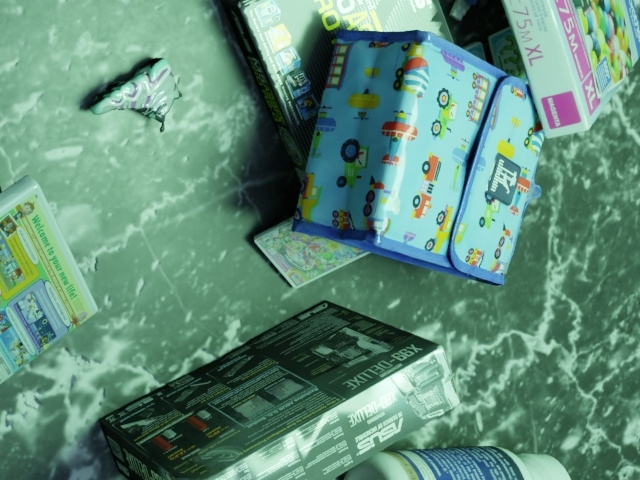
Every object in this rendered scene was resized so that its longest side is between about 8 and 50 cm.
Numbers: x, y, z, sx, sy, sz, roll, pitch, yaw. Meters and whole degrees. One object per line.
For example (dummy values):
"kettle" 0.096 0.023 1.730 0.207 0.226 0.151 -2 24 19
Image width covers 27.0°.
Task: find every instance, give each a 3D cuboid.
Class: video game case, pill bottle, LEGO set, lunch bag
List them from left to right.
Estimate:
"video game case" -0.324 0.061 1.291 0.193 0.023 0.212 -38 145 -19
"video game case" 0.000 0.000 1.484 0.122 0.011 0.087 -27 126 18
"lunch bag" 0.136 -0.080 1.445 0.293 0.138 0.220 16 87 -43
"pill bottle" 0.168 0.325 1.608 0.265 0.153 0.153 1 99 -30
"LEGO set" 0.168 -0.267 1.553 0.182 0.060 0.244 -27 112 -27

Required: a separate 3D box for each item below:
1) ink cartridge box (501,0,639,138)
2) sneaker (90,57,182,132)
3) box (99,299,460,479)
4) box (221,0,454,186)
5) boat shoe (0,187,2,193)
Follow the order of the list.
"ink cartridge box" 0.303 -0.265 1.544 0.311 0.065 0.185 -48 123 -53
"sneaker" -0.185 -0.138 1.383 0.098 0.038 0.069 -35 114 -20
"box" -0.046 0.180 1.405 0.307 0.242 0.076 -27 111 -24
"box" 0.042 -0.189 1.476 0.216 0.060 0.270 -28 113 -14
"boat shoe" -0.463 0.006 1.211 0.341 0.110 0.121 -26 133 -28
